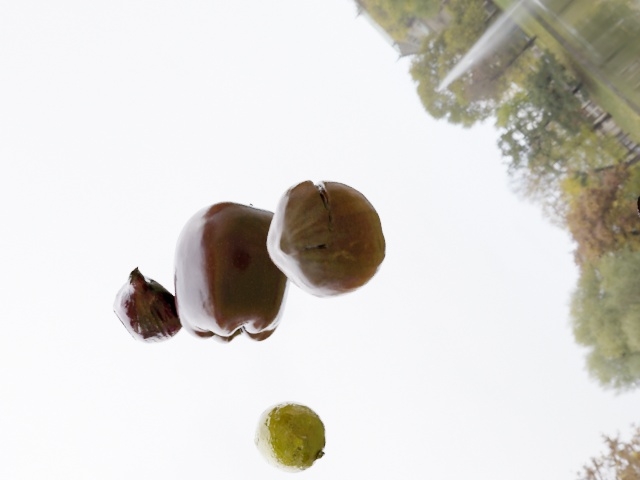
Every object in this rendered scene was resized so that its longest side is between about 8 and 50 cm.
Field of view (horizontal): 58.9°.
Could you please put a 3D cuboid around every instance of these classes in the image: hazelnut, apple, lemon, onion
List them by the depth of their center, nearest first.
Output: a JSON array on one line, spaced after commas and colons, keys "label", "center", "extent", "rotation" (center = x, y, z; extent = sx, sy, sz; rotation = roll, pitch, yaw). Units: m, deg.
[{"label": "hazelnut", "center": [0.000, 0.000, 0.837], "extent": [0.182, 0.182, 0.182], "rotation": [32, -150, -21]}, {"label": "apple", "center": [-0.196, 0.070, 1.291], "extent": [0.288, 0.288, 0.317], "rotation": [16, -113, -41]}, {"label": "onion", "center": [-0.432, 0.155, 1.384], "extent": [0.195, 0.139, 0.218], "rotation": [36, 155, 32]}, {"label": "lemon", "center": [-0.078, 0.487, 1.416], "extent": [0.173, 0.206, 0.174], "rotation": [4, -96, -45]}]

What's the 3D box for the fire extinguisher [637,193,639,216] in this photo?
[{"label": "fire extinguisher", "center": [0.811, -0.067, 1.204], "extent": [0.336, 0.147, 0.107], "rotation": [2, -98, -41]}]
